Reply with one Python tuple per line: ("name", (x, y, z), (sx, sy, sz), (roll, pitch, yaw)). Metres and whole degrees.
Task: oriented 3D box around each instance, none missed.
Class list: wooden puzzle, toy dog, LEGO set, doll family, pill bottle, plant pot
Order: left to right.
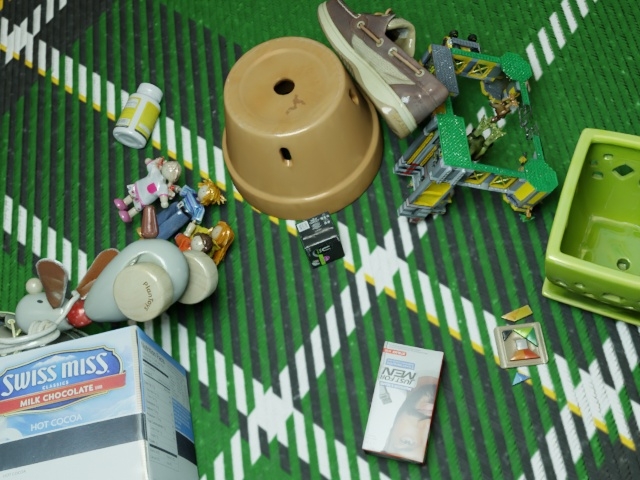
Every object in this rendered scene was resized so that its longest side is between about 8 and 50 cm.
("toy dog", (-0.330, 0.048, 1.140), (0.334, 0.220, 0.160), (-13, 92, 1))
("pill bottle", (-0.342, -0.238, 1.436), (0.065, 0.065, 0.116), (13, 69, 15))
("doll family", (-0.235, -0.025, 1.303), (0.163, 0.118, 0.263), (-35, 59, 12))
("plant pot", (-0.043, -0.208, 1.296), (0.291, 0.203, 0.290), (-4, 64, 8))
("LEGO set", (0.234, -0.163, 1.274), (0.255, 0.192, 0.331), (-1, 64, -23))
("wooden puzzle", (0.309, 0.160, 1.170), (0.079, 0.014, 0.116), (-15, 64, 3))
("plant pot", (0.456, 0.001, 1.112), (0.227, 0.207, 0.228), (17, 69, 16))

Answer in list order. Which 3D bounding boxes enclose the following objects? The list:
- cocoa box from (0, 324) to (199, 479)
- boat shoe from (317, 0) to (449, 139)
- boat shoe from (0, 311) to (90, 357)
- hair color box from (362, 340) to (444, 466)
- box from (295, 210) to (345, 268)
("cocoa box", (-0.381, 0.294, 1.102), (0.347, 0.231, 0.227), (-13, 64, 3))
("boat shoe", (0.101, -0.303, 1.215), (0.123, 0.123, 0.342), (-35, 45, 10))
("boat shoe", (-0.523, 0.174, 1.260), (0.305, 0.091, 0.109), (5, 66, 12))
("hair color box", (0.126, 0.245, 1.140), (0.093, 0.053, 0.167), (9, 68, 13))
("box", (0.000, 0.000, 1.257), (0.062, 0.083, 0.052), (-22, 63, 0))
